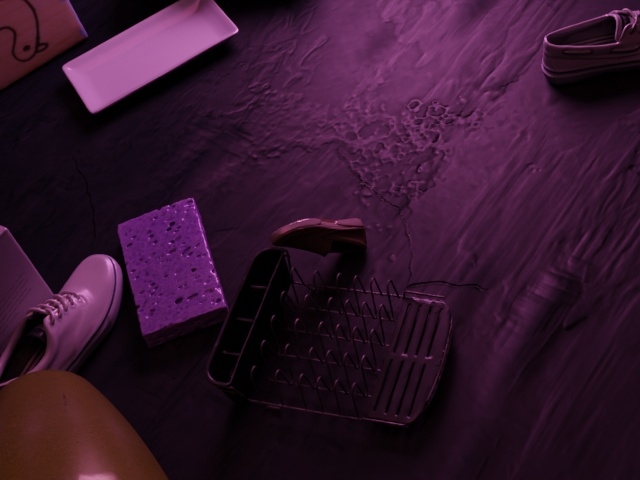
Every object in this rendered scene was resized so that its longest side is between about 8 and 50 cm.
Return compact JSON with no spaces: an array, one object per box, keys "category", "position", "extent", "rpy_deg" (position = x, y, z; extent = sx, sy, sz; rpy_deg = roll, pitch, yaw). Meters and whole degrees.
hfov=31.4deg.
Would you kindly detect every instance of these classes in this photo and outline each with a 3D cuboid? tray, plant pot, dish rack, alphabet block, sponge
[{"category":"tray","position":[-0.272,-0.300,1.837],"extent":[0.270,0.030,0.145],"rpy_deg":[-31,50,-8]},{"category":"plant pot","position":[-0.290,0.281,1.260],"extent":[0.274,0.275,0.293],"rpy_deg":[-25,34,-3]},{"category":"dish rack","position":[0.019,0.122,1.388],"extent":[0.271,0.074,0.208],"rpy_deg":[7,56,21]},{"category":"alphabet block","position":[-0.539,-0.396,1.891],"extent":[0.197,0.192,0.193],"rpy_deg":[-34,49,-10]},{"category":"sponge","position":[-0.202,0.039,1.547],"extent":[0.117,0.031,0.210],"rpy_deg":[-21,49,0]}]

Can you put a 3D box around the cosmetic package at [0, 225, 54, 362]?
[{"category":"cosmetic package","position":[-0.471,0.073,1.503],"extent":[0.151,0.184,0.151],"rpy_deg":[16,59,28]}]

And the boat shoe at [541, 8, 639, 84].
[{"category":"boat shoe","position":[0.418,-0.281,1.581],"extent":[0.226,0.076,0.083],"rpy_deg":[-20,50,1]}]

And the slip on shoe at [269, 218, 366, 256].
[{"category":"slip on shoe","position":[0.000,0.000,1.481],"extent":[0.135,0.051,0.041],"rpy_deg":[-3,65,-33]}]

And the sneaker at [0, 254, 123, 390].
[{"category":"sneaker","position":[-0.340,0.113,1.491],"extent":[0.094,0.091,0.258],"rpy_deg":[9,56,23]}]
